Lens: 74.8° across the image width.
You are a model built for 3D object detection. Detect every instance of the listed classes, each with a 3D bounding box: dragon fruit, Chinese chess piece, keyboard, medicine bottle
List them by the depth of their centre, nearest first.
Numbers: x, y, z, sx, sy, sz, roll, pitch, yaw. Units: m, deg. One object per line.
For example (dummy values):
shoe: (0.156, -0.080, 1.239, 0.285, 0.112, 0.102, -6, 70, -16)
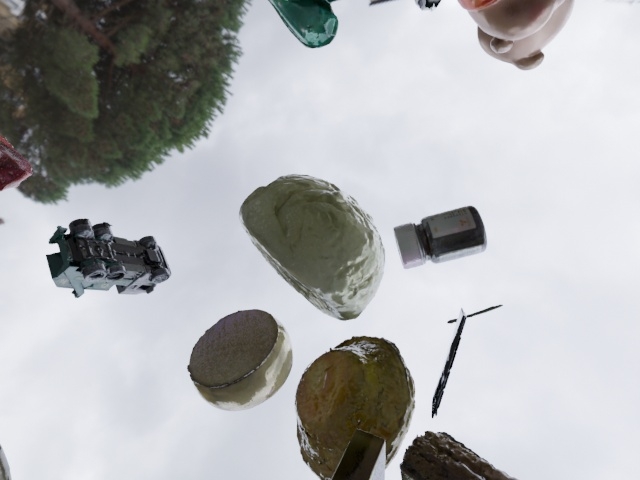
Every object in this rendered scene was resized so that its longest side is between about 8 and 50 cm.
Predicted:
keyboard: (0.234, 0.222, 0.762, 0.015, 0.074, 0.197, 17, -81, 17)
dragon fruit: (-0.773, -0.192, 0.933, 0.134, 0.262, 0.211, -48, -167, -1)
Chinese chess piece: (-0.204, 0.303, 1.085, 0.270, 0.112, 0.270, -15, -147, 10)
medicine bottle: (0.388, -0.008, 1.377, 0.273, 0.165, 0.165, -14, -123, 8)

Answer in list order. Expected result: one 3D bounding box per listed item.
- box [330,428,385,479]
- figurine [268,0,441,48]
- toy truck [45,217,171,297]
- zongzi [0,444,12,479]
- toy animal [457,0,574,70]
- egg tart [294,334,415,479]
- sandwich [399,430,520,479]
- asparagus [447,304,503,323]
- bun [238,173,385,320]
box: (0.069, 0.510, 0.805, 0.071, 0.240, 0.159, 12, -147, 27)
figurine: (-0.006, -0.397, 0.470, 0.340, 0.231, 0.324, 24, -69, 16)
toy truck: (-0.397, 0.047, 0.779, 0.116, 0.216, 0.110, -36, -113, 16)
zongzi: (-0.549, 0.394, 0.666, 0.178, 0.081, 0.189, -20, -92, 41)
toy animal: (0.263, -0.337, 0.546, 0.171, 0.197, 0.171, -6, -101, 31)
egg tart: (0.066, 0.462, 1.228, 0.443, 0.178, 0.443, -34, -146, 27)
sandwich: (0.229, 0.434, 0.561, 0.249, 0.095, 0.273, 12, -63, 56)
asparagus: (0.442, 0.210, 1.197, 0.166, 0.016, 0.013, -20, -155, 4)
bun: (0.000, 0.000, 0.918, 0.227, 0.349, 0.352, -46, -162, -11)
